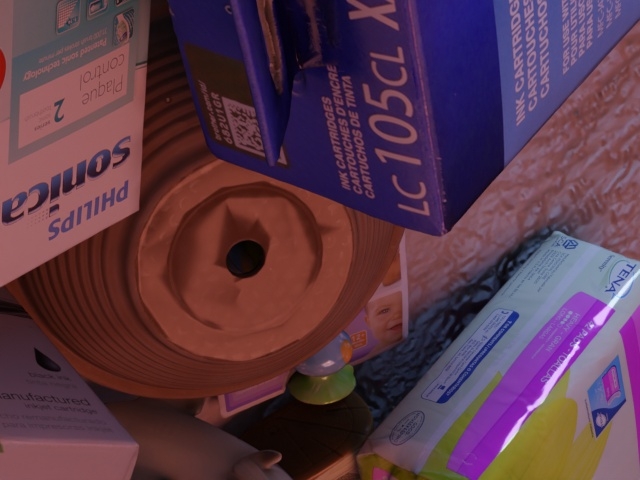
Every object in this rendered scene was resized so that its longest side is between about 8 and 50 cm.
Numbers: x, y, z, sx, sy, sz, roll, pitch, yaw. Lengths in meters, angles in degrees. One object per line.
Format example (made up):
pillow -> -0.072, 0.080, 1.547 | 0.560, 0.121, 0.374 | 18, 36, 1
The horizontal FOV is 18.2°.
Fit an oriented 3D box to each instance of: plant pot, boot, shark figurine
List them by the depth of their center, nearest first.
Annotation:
plant pot -> -0.053, -0.010, 1.039 | 0.237, 0.110, 0.237 | -8, 116, -16
shark figurine -> -0.051, 0.167, 1.117 | 0.166, 0.278, 0.116 | -35, 138, -29
boot -> -0.046, 0.200, 1.268 | 0.213, 0.077, 0.165 | -29, 139, -9

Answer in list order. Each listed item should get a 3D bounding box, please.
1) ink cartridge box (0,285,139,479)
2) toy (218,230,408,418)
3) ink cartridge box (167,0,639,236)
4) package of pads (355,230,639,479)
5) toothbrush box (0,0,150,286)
ink cartridge box -> -0.213, 0.074, 0.956 | 0.160, 0.219, 0.093 | 6, 114, -39
toy -> 0.000, 0.000, 1.164 | 0.137, 0.056, 0.237 | -21, 131, -22
ink cartridge box -> 0.056, -0.195, 0.894 | 0.395, 0.151, 0.270 | -45, 141, -32
package of pads -> 0.139, 0.178, 1.312 | 0.229, 0.101, 0.296 | -46, 141, -31
toothbrush box -> -0.182, -0.120, 0.842 | 0.216, 0.126, 0.296 | -32, 138, -48
